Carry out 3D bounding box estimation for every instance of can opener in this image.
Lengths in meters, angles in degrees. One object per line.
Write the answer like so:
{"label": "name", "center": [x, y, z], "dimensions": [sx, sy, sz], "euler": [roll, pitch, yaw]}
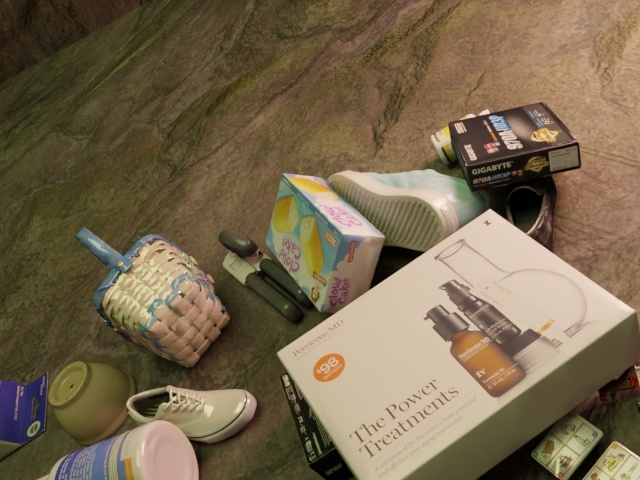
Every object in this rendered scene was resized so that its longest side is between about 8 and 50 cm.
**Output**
{"label": "can opener", "center": [-0.120, 0.058, 1.419], "dimensions": [0.076, 0.095, 0.283], "euler": [-47, 38, -8]}

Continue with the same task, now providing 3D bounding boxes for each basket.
{"label": "basket", "center": [-0.330, 0.102, 1.434], "dimensions": [0.289, 0.254, 0.201], "euler": [26, 71, 30]}

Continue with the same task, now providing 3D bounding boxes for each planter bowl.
{"label": "planter bowl", "center": [-0.459, 0.304, 1.444], "dimensions": [0.162, 0.109, 0.162], "euler": [-22, 41, 21]}

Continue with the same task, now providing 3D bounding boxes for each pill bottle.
{"label": "pill bottle", "center": [-0.351, 0.408, 1.214], "dimensions": [0.272, 0.152, 0.152], "euler": [-24, 40, 20]}
{"label": "pill bottle", "center": [0.270, -0.195, 1.372], "dimensions": [0.116, 0.065, 0.065], "euler": [-29, 39, 14]}

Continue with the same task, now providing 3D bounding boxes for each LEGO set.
{"label": "LEGO set", "center": [0.401, 0.225, 0.877], "dimensions": [0.244, 0.060, 0.182], "euler": [-48, 50, -8]}

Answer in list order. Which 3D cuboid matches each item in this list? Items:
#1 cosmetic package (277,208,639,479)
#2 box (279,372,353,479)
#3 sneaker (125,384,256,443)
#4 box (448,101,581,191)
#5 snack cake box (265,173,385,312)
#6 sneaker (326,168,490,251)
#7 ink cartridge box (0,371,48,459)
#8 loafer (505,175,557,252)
{"label": "cosmetic package", "center": [0.167, 0.148, 0.959], "dimensions": [0.377, 0.097, 0.284], "euler": [-34, 36, -8]}
{"label": "box", "center": [0.035, 0.248, 1.112], "dimensions": [0.147, 0.077, 0.180], "euler": [-35, 38, 6]}
{"label": "sneaker", "center": [-0.233, 0.296, 1.276], "dimensions": [0.258, 0.091, 0.094], "euler": [-16, 43, 28]}
{"label": "box", "center": [0.316, -0.161, 1.229], "dimensions": [0.175, 0.051, 0.220], "euler": [-12, 26, 8]}
{"label": "snack cake box", "center": [0.000, 0.000, 1.323], "dimensions": [0.264, 0.089, 0.152], "euler": [47, 126, 53]}
{"label": "sneaker", "center": [0.154, -0.065, 1.320], "dimensions": [0.150, 0.135, 0.366], "euler": [-21, 24, -27]}
{"label": "ink cartridge box", "center": [-0.759, 0.432, 1.609], "dimensions": [0.371, 0.069, 0.175], "euler": [-32, 38, 6]}
{"label": "loafer", "center": [0.334, -0.065, 1.175], "dimensions": [0.076, 0.078, 0.223], "euler": [-15, 43, 27]}
